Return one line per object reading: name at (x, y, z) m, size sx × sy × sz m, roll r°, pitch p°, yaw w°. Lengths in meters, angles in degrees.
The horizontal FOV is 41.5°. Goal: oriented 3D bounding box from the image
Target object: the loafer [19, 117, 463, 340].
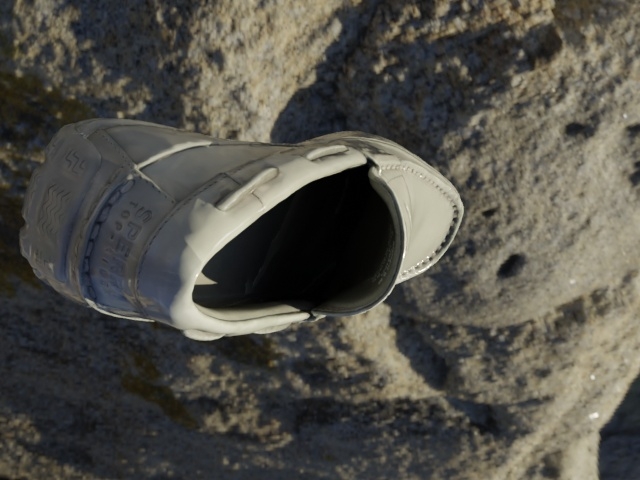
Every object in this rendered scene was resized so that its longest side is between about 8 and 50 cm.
loafer at (0.000, 0.000, 0.446) m, size 0.319 × 0.111 × 0.112 m, roll -6°, pitch 119°, yaw -54°
